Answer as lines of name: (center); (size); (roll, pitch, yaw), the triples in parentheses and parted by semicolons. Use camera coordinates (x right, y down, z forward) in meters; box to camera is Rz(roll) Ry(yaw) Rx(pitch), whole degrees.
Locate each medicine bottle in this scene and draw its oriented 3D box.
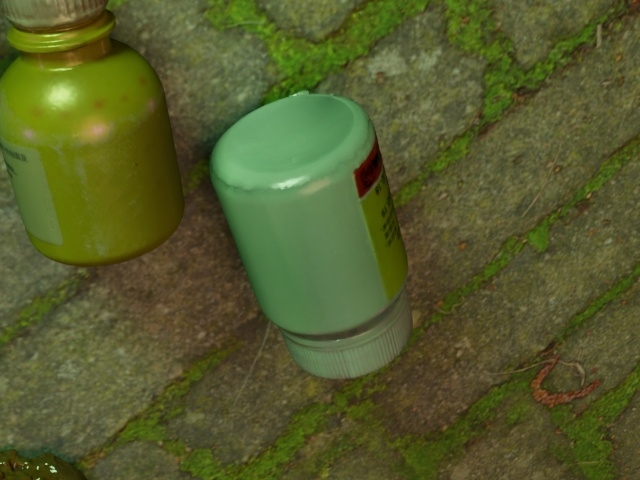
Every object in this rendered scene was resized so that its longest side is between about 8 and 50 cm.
medicine bottle: (-0.171, -0.098, 0.685); (0.122, 0.122, 0.212); (-18, 126, -18)
medicine bottle: (0.000, 0.000, 0.828); (0.139, 0.139, 0.225); (-26, 128, -12)

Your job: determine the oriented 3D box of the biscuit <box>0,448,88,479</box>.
biscuit: (-0.320, 0.251, 0.876); (0.183, 0.047, 0.320); (-43, 130, -1)
